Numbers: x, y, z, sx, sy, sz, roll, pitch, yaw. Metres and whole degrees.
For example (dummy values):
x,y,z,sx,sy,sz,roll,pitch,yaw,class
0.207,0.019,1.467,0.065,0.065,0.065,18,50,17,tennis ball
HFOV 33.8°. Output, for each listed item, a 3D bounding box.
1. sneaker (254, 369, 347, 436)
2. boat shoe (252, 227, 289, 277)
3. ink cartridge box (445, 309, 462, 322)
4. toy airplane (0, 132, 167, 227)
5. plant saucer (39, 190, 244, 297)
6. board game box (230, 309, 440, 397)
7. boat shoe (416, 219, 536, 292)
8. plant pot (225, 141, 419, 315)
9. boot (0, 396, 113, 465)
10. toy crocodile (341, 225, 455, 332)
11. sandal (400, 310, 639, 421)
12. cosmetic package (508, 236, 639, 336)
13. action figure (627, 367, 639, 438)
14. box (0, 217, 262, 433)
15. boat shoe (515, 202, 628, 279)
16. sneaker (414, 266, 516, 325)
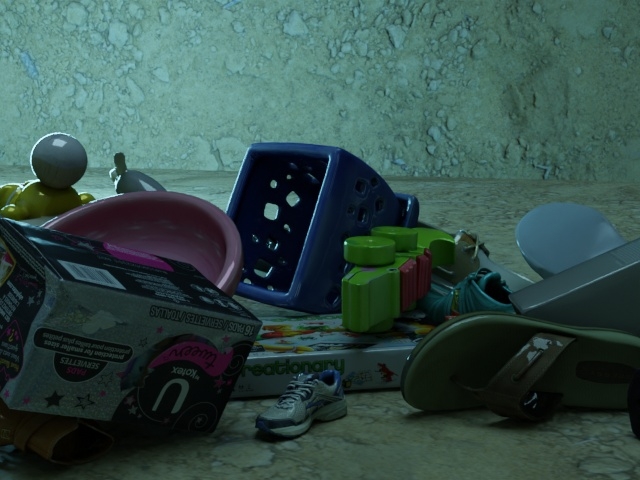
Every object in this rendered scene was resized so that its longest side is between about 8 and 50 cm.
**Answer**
x,y,z,sx,sy,sz,roll,pitch,yaw,class
-0.023,0.172,1.146,0.052,0.058,0.135,8,14,36,sneaker
-0.006,0.026,1.791,0.127,0.113,0.340,-6,13,-39,boat shoe
0.178,0.132,1.364,0.029,0.063,0.115,0,10,-14,ink cartridge box
-0.392,-0.028,1.630,0.384,0.272,0.386,0,10,-4,toy airplane
-0.259,0.063,1.370,0.332,0.084,0.332,-7,37,6,plant saucer
0.012,0.140,1.338,0.305,0.053,0.193,-2,10,-13,board game box
0.209,0.038,1.629,0.302,0.103,0.113,17,23,11,boat shoe
0.000,0.000,1.555,0.212,0.236,0.236,23,-9,-38,plant pot
-0.272,0.181,1.096,0.152,0.073,0.197,15,15,27,boot
0.099,0.047,1.379,0.105,0.115,0.340,4,9,17,toy crocodile
0.240,0.147,1.164,0.303,0.120,0.086,0,24,-4,sandal
0.360,0.082,1.259,0.238,0.127,0.107,-22,9,6,cosmetic package
0.475,0.161,1.139,0.285,0.099,0.185,-1,3,-30,action figure
-0.216,0.094,1.083,0.247,0.142,0.163,16,12,-42,box
0.425,0.073,1.490,0.136,0.156,0.367,-39,37,-13,boat shoe
0.224,0.090,1.466,0.107,0.110,0.275,-7,12,-33,sneaker
